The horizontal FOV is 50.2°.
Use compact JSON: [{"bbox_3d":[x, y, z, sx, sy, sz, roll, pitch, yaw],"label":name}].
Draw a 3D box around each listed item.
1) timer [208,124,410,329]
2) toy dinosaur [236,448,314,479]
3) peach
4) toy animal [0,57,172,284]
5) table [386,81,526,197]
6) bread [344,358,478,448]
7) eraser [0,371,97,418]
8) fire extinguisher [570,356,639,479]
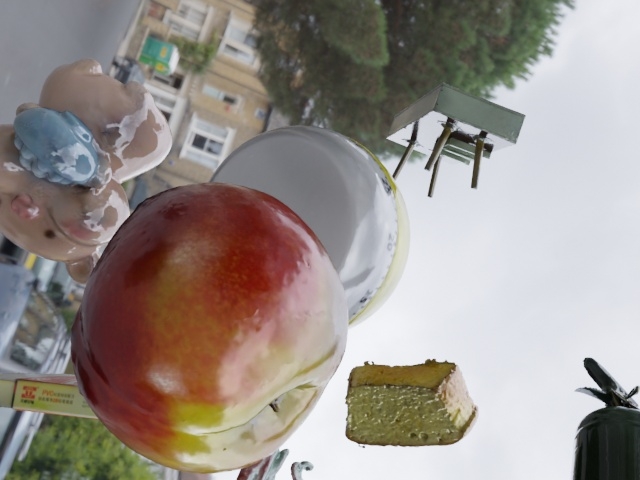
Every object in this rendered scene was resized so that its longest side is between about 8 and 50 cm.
[{"bbox_3d":[0.000,0.000,0.888,0.285,0.285,0.285,-55,-157,37],"label":"timer"},{"bbox_3d":[-0.078,0.302,0.613,0.242,0.167,0.053,-46,-141,-4],"label":"toy dinosaur"},{"bbox_3d":[-0.080,0.054,0.473,0.192,0.190,0.190,41,-67,37],"label":"peach"},{"bbox_3d":[-0.312,-0.104,0.858,0.229,0.210,0.221,-54,-174,44],"label":"toy animal"},{"bbox_3d":[0.174,-0.131,0.987,0.240,0.121,0.111,178,-68,-82],"label":"table"},{"bbox_3d":[0.102,0.210,0.871,0.187,0.103,0.065,-5,-159,30],"label":"bread"},{"bbox_3d":[-0.263,0.185,0.812,0.157,0.230,0.038,30,63,-71],"label":"eraser"},{"bbox_3d":[0.274,0.244,0.631,0.095,0.114,0.311,-59,178,42],"label":"fire extinguisher"}]
